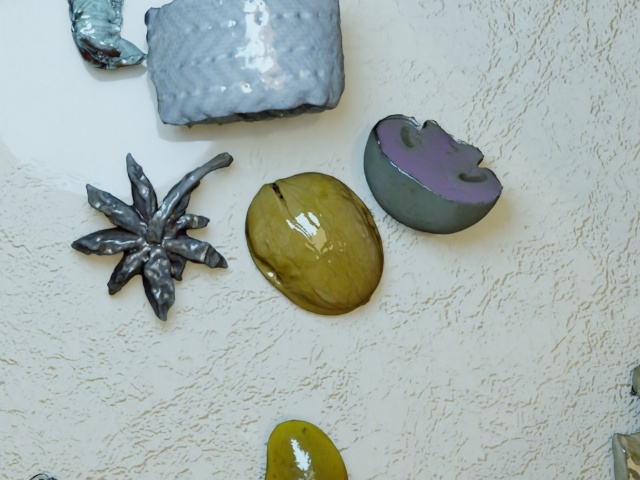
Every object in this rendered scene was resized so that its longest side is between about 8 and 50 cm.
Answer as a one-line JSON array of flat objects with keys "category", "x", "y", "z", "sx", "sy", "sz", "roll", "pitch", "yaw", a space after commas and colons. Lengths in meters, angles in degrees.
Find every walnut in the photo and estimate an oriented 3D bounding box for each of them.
[{"category": "walnut", "x": 0.002, "y": 0.001, "z": 1.905, "sx": 0.167, "sy": 0.087, "sz": 0.211, "roll": -44, "pitch": 94, "yaw": -10}]

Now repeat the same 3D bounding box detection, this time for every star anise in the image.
[{"category": "star anise", "x": -0.207, "y": -0.020, "z": 1.879, "sx": 0.209, "sy": 0.089, "sz": 0.231, "roll": 18, "pitch": 99, "yaw": -14}]

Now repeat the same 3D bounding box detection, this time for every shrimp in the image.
[{"category": "shrimp", "x": -0.279, "y": -0.428, "z": 1.853, "sx": 0.221, "sy": 0.166, "sz": 0.411, "roll": -2, "pitch": 105, "yaw": -39}]

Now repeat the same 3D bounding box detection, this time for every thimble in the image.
[{"category": "thimble", "x": -0.092, "y": -0.228, "z": 1.834, "sx": 0.245, "sy": 0.217, "sz": 0.157, "roll": -6, "pitch": 89, "yaw": 7}]

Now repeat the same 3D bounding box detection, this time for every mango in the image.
[{"category": "mango", "x": -0.020, "y": 0.325, "z": 1.898, "sx": 0.115, "sy": 0.090, "sz": 0.178, "roll": 7, "pitch": 80, "yaw": 1}]

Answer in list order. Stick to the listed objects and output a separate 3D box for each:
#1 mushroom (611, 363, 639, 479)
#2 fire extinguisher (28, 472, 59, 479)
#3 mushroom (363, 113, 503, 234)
[{"category": "mushroom", "x": 0.481, "y": 0.301, "z": 1.926, "sx": 0.156, "sy": 0.151, "sz": 0.286, "roll": -7, "pitch": 90, "yaw": -9}, {"category": "fire extinguisher", "x": -0.374, "y": 0.330, "z": 1.884, "sx": 0.083, "sy": 0.025, "sz": 0.038, "roll": -40, "pitch": 71, "yaw": -6}, {"category": "mushroom", "x": 0.134, "y": -0.076, "z": 1.911, "sx": 0.188, "sy": 0.141, "sz": 0.117, "roll": 37, "pitch": 119, "yaw": 4}]
